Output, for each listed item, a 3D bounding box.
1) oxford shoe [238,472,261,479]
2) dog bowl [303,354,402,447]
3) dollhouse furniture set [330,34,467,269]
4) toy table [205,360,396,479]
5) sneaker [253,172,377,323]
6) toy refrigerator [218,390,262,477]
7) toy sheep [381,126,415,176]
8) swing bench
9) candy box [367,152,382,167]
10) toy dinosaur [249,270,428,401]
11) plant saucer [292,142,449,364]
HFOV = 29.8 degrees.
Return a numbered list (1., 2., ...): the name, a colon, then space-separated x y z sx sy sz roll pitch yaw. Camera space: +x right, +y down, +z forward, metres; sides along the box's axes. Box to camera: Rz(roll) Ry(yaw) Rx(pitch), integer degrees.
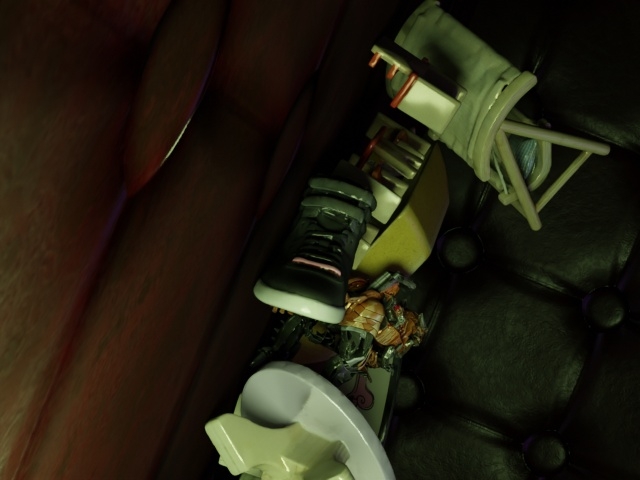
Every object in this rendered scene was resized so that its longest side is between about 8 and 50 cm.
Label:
1. oxford shoe: -0.125 0.522 1.710 0.169 0.130 0.449 -65 178 -62
2. dog bowl: 0.012 0.289 2.041 0.408 0.150 0.408 -164 -90 -84
3. dollhouse furniture set: 0.070 -0.125 1.606 0.259 0.135 0.262 -58 179 24
4. toy table: -0.028 0.299 1.480 0.252 0.274 0.161 -41 178 34
5. sneaker: 0.000 0.000 1.375 0.296 0.104 0.147 -72 -178 -80
6. toy refrigerator: -0.076 0.262 1.732 0.269 0.094 0.102 -5 113 -86
7. toy sheep: 0.148 -0.165 2.254 0.132 0.091 0.091 -31 147 -50
8. swing bench: 0.238 -0.185 1.755 0.165 0.253 0.255 -49 136 10
9. candy box: 0.067 -0.066 2.136 0.105 0.027 0.206 99 13 -45
10. toy dinosaur: 0.022 0.116 1.628 0.218 0.322 0.164 -52 -146 8
11. plant saucer: 0.081 0.034 1.835 0.333 0.081 0.333 -49 -176 25
